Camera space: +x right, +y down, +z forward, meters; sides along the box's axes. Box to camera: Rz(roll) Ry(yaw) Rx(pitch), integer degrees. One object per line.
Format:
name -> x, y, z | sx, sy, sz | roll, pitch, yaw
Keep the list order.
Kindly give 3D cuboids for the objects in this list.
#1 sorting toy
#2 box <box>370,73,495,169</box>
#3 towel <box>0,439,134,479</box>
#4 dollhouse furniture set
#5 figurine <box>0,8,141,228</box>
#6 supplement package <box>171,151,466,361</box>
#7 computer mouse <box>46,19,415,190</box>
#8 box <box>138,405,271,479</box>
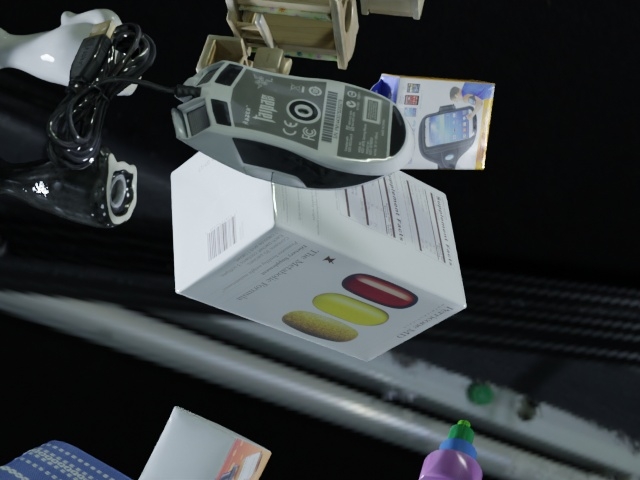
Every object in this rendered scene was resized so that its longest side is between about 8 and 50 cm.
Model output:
sorting toy -> 0.107, 0.336, 1.426 | 0.127, 0.126, 0.366 | 24, -49, 1
box -> 0.096, -0.104, 1.067 | 0.136, 0.028, 0.081 | -4, -76, -40
towel -> -0.200, 0.268, 0.835 | 0.243, 0.336, 0.040 | 27, -64, 18
dollhouse furniture set -> -0.003, -0.172, 1.127 | 0.181, 0.161, 0.101 | 8, -33, 12
figurine -> -0.295, -0.129, 1.210 | 0.209, 0.092, 0.215 | 6, -80, 11
supplement package -> 0.000, 0.000, 1.113 | 0.244, 0.134, 0.139 | 23, -43, -38
computer mouse -> -0.045, -0.061, 0.656 | 0.192, 0.106, 0.042 | 13, -44, -5
box -> -0.147, 0.294, 1.500 | 0.091, 0.130, 0.170 | 24, -9, 18
